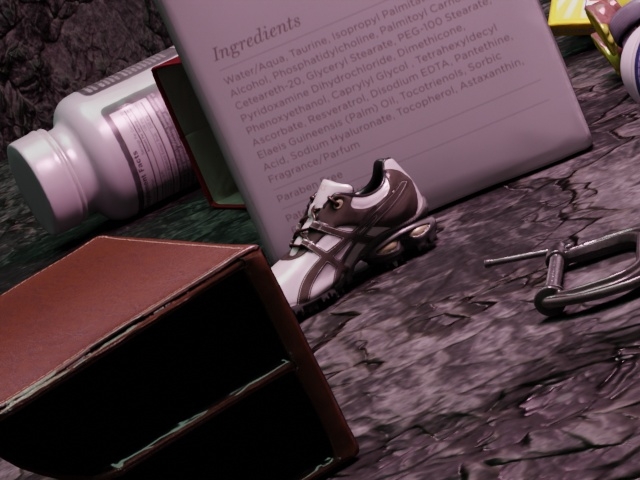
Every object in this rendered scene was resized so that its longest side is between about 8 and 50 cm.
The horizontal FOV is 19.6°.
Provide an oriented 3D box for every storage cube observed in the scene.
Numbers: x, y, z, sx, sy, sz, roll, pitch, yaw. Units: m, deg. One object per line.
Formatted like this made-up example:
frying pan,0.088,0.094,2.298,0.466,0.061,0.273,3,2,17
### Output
storage cube,-0.049,-0.159,2.129,0.193,0.183,0.215,-28,13,-21

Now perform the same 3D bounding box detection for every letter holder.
letter holder,-0.153,0.114,1.240,0.214,0.152,0.302,-31,14,-21

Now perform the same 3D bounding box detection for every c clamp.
c clamp,0.184,0.022,1.310,0.137,0.022,0.160,-17,11,8

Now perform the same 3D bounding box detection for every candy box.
candy box,0.330,-0.327,2.174,0.105,0.027,0.205,-1,58,22

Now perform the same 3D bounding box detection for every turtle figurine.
turtle figurine,0.376,-0.263,1.883,0.217,0.087,0.269,-30,-7,3

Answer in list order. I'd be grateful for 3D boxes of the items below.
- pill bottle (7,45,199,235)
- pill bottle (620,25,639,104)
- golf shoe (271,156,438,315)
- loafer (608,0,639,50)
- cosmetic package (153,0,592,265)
pill bottle,-0.231,-0.133,2.379,0.319,0.176,0.176,-28,13,-19
pill bottle,0.320,-0.142,1.527,0.112,0.112,0.187,-26,12,-9
golf shoe,0.000,0.000,1.572,0.198,0.094,0.077,-30,15,-21
loafer,0.430,-0.219,1.768,0.303,0.095,0.109,-20,-18,-1
cosmetic package,0.036,-0.239,1.809,0.327,0.393,0.329,-22,13,9
